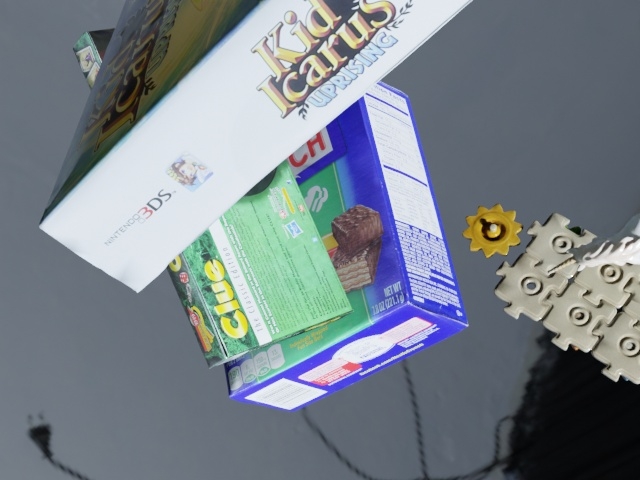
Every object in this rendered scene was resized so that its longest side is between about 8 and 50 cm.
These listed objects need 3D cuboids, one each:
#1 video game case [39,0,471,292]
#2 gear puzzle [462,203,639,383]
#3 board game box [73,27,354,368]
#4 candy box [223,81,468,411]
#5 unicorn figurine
[{"bbox_3d":[-0.012,-0.143,0.565,0.061,0.244,0.269,34,37,-23],"label":"video game case"},{"bbox_3d":[0.341,0.062,1.725,0.339,0.044,0.175,33,71,20],"label":"gear puzzle"},{"bbox_3d":[-0.078,-0.044,0.923,0.136,0.030,0.259,-16,79,-46],"label":"board game box"},{"bbox_3d":[0.000,0.000,1.426,0.122,0.268,0.317,24,45,-46],"label":"candy box"},{"bbox_3d":[0.281,0.003,0.996,0.162,0.060,0.111,27,59,36],"label":"unicorn figurine"}]
